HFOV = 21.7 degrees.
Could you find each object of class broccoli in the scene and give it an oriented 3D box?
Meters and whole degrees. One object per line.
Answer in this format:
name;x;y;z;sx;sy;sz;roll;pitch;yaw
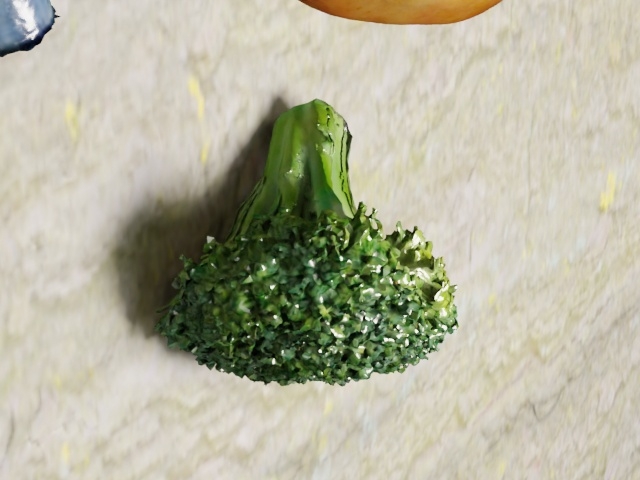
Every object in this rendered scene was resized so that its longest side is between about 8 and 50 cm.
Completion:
broccoli;0.000;0.000;1.093;0.219;0.194;0.194;18;90;-32

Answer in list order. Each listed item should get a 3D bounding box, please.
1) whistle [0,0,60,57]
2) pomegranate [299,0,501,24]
whistle;-0.195;-0.226;0.782;0.062;0.062;0.304;-45;137;-33
pomegranate;0.047;-0.223;0.994;0.209;0.209;0.209;-28;127;-45
